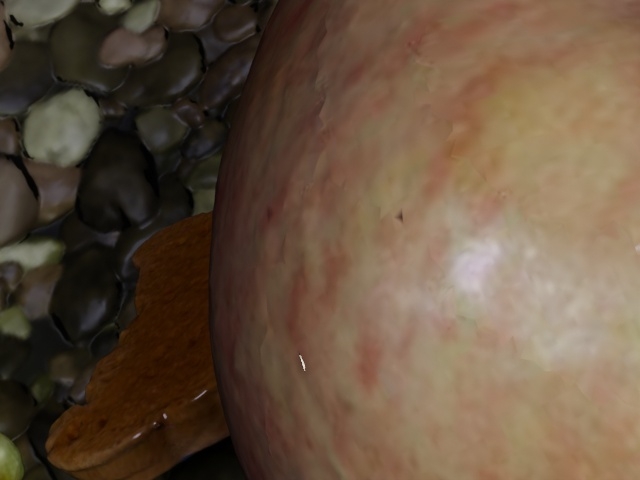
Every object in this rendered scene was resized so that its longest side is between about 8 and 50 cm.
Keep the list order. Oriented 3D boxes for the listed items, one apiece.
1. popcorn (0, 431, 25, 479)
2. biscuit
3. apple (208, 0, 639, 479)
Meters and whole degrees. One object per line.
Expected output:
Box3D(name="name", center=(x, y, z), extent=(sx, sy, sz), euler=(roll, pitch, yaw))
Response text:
Box3D(name="popcorn", center=(-0.229, 0.098, 0.800), extent=(0.195, 0.168, 0.173), euler=(-9, 49, -29))
Box3D(name="biscuit", center=(0.000, 0.000, 0.792), extent=(0.280, 0.043, 0.183), euler=(-41, 30, -13))
Box3D(name="apple", center=(0.139, -0.002, 0.486), extent=(0.345, 0.269, 0.344), euler=(-6, 71, 18))
